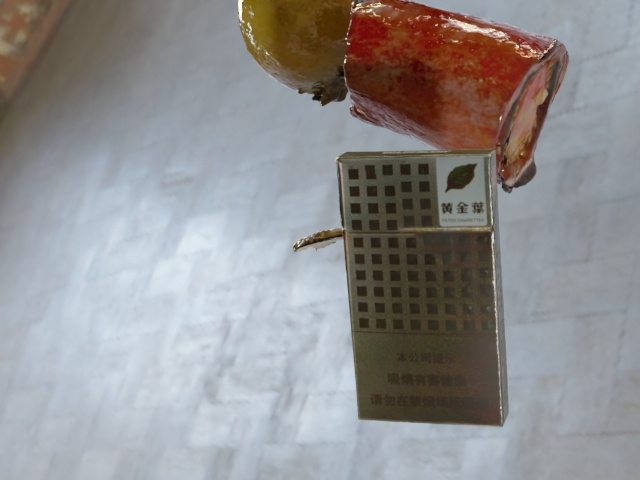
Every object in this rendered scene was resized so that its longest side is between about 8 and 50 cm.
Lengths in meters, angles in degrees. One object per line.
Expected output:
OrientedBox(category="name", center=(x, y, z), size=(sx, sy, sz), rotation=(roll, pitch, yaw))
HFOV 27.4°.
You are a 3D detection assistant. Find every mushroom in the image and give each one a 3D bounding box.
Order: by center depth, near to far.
OrientedBox(category="mushroom", center=(0.000, 0.000, 2.014), size=(0.101, 0.049, 0.019), rotation=(-17, 73, 26))

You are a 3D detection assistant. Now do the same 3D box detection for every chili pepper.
OrientedBox(category="chili pepper", center=(0.162, -0.205, 1.790), size=(0.251, 0.305, 0.229), rotation=(-44, -33, -61))

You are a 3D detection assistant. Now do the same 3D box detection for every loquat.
OrientedBox(category="loquat", center=(-0.001, -0.351, 2.090), size=(0.275, 0.275, 0.274), rotation=(-35, 41, 38))

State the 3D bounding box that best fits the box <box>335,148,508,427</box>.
OrientedBox(category="box", center=(0.120, 0.056, 1.519), size=(0.180, 0.047, 0.324), rotation=(0, 107, 19))
